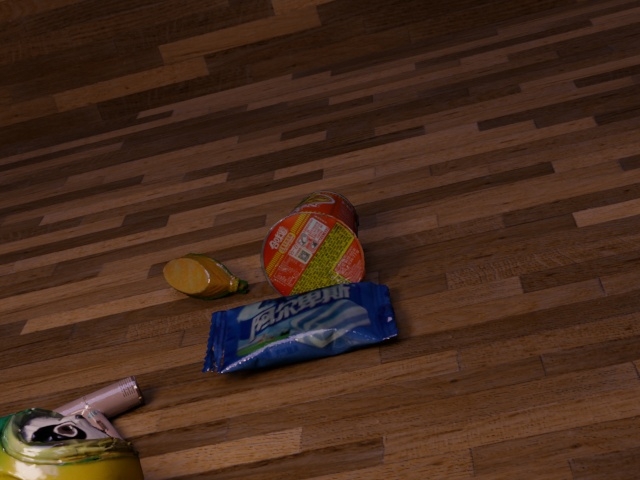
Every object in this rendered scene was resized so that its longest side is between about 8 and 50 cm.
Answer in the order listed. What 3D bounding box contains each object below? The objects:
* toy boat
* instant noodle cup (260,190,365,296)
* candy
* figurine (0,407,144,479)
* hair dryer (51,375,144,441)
[{"bbox_3d":[-0.241,0.071,2.085,0.229,0.089,0.088,11,0,43],"label":"toy boat"},{"bbox_3d":[0.000,0.000,1.980,0.193,0.193,0.212,-11,19,12],"label":"instant noodle cup"},{"bbox_3d":[-0.036,0.147,1.802,0.331,0.077,0.187,-12,28,4],"label":"candy"},{"bbox_3d":[-0.400,0.345,1.461,0.340,0.231,0.324,9,-7,27],"label":"figurine"},{"bbox_3d":[-0.364,0.324,1.689,0.195,0.053,0.220,-23,33,-10],"label":"hair dryer"}]
